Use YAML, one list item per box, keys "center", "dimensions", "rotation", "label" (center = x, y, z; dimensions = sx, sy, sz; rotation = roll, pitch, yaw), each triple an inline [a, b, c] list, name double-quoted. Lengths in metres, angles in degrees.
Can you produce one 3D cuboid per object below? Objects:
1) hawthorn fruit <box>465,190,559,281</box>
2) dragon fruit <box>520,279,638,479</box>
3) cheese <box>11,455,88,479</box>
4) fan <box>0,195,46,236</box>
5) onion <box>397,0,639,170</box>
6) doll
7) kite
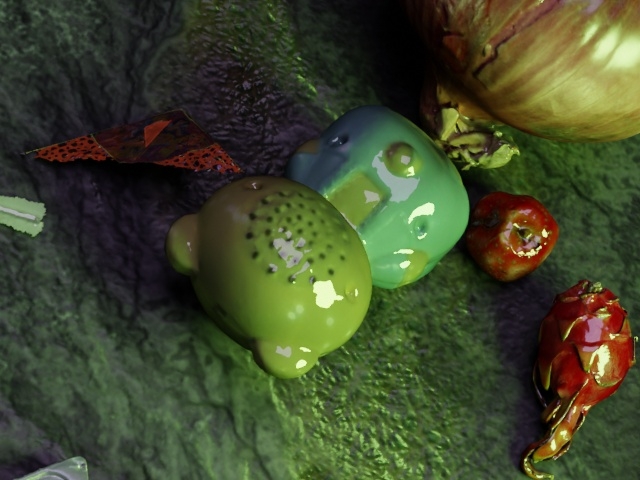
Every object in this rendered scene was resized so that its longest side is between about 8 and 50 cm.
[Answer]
- center: [0.182, -0.007, 1.880]
  dimensions: [0.093, 0.093, 0.093]
  rotation: [7, 64, -14]
  label: "hawthorn fruit"
- center: [0.234, 0.132, 1.846]
  dimensions: [0.094, 0.094, 0.190]
  rotation: [18, 86, -8]
  label: "dragon fruit"
- center: [-0.200, 0.276, 1.659]
  dimensions: [0.105, 0.042, 0.191]
  rotation: [-18, 71, -25]
  label: "cheese"
- center: [-0.446, -0.074, 1.765]
  dimensions: [0.415, 0.012, 0.233]
  rotation: [12, 63, -10]
  label: "fan"
- center: [0.235, -0.246, 1.889]
  dimensions: [0.354, 0.353, 0.353]
  rotation: [7, 64, -14]
  label: "onion"
- center: [0.000, 0.000, 1.782]
  dimensions: [0.261, 0.161, 0.177]
  rotation: [-35, 81, -30]
  label: "doll"
- center: [-0.151, -0.097, 1.840]
  dimensions: [0.222, 0.008, 0.125]
  rotation: [6, 32, 19]
  label: "kite"
